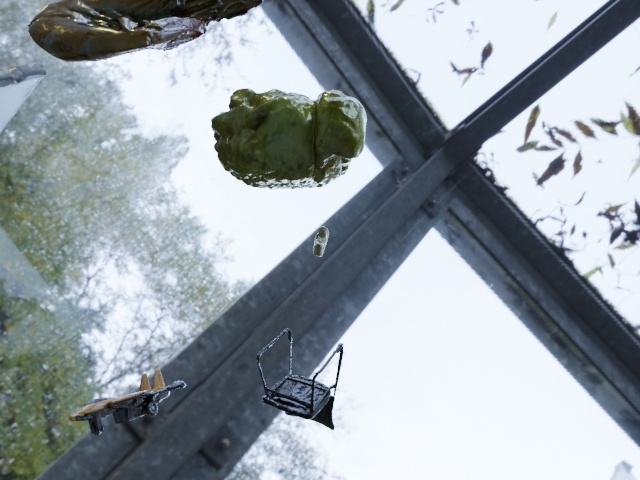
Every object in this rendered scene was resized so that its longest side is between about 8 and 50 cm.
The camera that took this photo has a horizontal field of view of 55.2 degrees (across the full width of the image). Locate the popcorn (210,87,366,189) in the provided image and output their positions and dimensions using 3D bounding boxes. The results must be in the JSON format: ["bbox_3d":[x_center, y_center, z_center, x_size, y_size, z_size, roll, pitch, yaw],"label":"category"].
[{"bbox_3d":[-0.049,-0.179,1.124,0.285,0.225,0.174,0,-98,13],"label":"popcorn"}]

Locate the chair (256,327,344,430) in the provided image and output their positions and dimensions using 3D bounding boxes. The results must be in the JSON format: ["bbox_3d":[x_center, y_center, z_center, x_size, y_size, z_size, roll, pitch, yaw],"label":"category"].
[{"bbox_3d":[-0.042,0.321,1.281,0.140,0.145,0.221,13,-66,24],"label":"chair"}]

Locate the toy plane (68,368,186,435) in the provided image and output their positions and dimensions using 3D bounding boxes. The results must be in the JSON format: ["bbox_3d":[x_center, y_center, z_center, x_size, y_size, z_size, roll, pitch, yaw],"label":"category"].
[{"bbox_3d":[-0.500,0.422,1.544,0.204,0.316,0.103,-21,-92,24],"label":"toy plane"}]

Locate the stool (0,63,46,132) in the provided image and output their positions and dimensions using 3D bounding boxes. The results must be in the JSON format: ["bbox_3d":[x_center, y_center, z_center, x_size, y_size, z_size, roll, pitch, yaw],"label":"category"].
[{"bbox_3d":[-0.421,-0.128,0.489,0.269,0.170,0.244,-38,-82,26],"label":"stool"}]

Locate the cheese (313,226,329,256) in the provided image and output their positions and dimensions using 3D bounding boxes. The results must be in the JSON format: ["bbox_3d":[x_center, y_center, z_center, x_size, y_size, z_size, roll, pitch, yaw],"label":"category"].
[{"bbox_3d":[0.000,0.000,1.533,0.030,0.083,0.044,12,-38,8],"label":"cheese"}]

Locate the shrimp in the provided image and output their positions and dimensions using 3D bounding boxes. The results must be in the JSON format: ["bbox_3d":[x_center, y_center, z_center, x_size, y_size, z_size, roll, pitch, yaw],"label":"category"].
[{"bbox_3d":[-0.198,-0.266,0.736,0.152,0.287,0.063,-121,-158,-47],"label":"shrimp"}]
